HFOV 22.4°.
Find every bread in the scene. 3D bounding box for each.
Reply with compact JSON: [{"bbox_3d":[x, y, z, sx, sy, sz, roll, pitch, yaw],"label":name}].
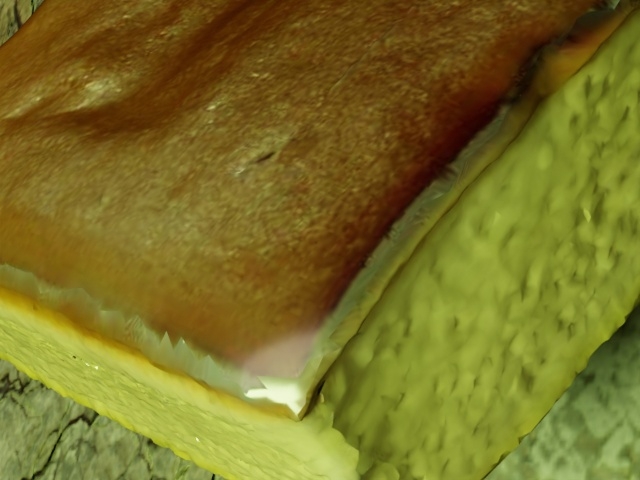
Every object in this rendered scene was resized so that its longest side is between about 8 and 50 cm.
[{"bbox_3d":[0.000,-0.054,0.703,0.333,0.143,0.323,16,57,46],"label":"bread"}]
